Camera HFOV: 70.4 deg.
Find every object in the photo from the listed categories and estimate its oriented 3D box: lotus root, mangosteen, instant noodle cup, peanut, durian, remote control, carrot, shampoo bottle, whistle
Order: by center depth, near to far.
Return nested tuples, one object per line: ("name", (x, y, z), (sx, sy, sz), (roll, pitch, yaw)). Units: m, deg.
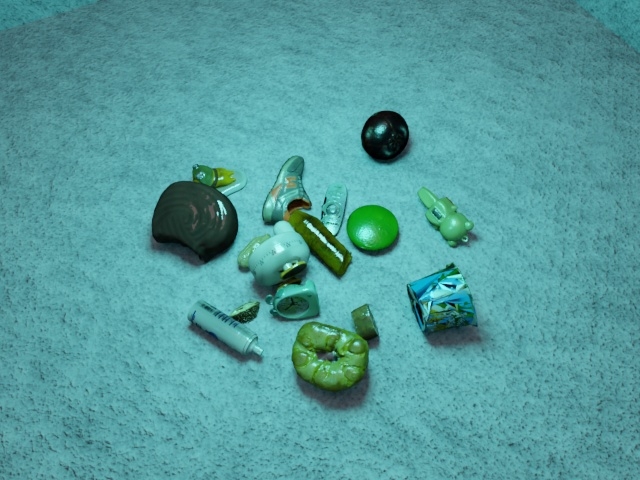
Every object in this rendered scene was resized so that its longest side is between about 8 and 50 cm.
("instant noodle cup", (0.415, 0.212, 1.585), (0.178, 0.240, 0.240), (-18, 62, 1))
("lotus root", (0.155, 0.289, 1.603), (0.081, 0.112, 0.122), (-16, 63, 2))
("shampoo bottle", (-0.330, 0.322, 1.617), (0.303, 0.092, 0.092), (29, 66, 15))
("durian", (-0.276, 0.269, 1.682), (0.130, 0.052, 0.066), (-24, 25, -14))
("carrot", (0.000, 0.000, 1.766), (0.114, 0.114, 0.302), (-40, 70, -18))
("peanut", (-0.255, 0.041, 1.779), (0.080, 0.080, 0.174), (33, 63, 18))
("whistle", (0.489, -0.102, 1.805), (0.106, 0.131, 0.288), (-6, 52, -47))
("remote control", (0.053, -0.130, 1.877), (0.098, 0.045, 0.256), (11, 65, 10))
("mangosteen", (0.274, -0.460, 1.966), (0.216, 0.216, 0.216), (-1, 61, 2))

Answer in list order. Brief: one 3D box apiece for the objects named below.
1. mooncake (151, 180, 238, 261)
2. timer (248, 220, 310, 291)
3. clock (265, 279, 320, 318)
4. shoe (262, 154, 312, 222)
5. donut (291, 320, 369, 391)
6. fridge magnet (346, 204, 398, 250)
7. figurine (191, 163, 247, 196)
("mooncake", (-0.502, -0.079, 1.776), (0.334, 0.174, 0.325), (-34, 76, -2))
("timer", (-0.160, 0.050, 1.679), (0.234, 0.233, 0.240), (-29, 68, -13))
("clock", (-0.100, 0.218, 1.636), (0.189, 0.148, 0.060), (-9, 43, 1))
("shoe", (-0.105, -0.203, 1.881), (0.171, 0.132, 0.336), (21, 66, 8))
("donut", (0.032, 0.391, 1.525), (0.262, 0.128, 0.208), (19, 81, 17))
("fridge magnet", (0.206, -0.050, 1.801), (0.208, 0.088, 0.207), (-1, 62, 1))
("figurine", (-0.446, -0.278, 1.923), (0.250, 0.141, 0.166), (-19, 61, -8))
